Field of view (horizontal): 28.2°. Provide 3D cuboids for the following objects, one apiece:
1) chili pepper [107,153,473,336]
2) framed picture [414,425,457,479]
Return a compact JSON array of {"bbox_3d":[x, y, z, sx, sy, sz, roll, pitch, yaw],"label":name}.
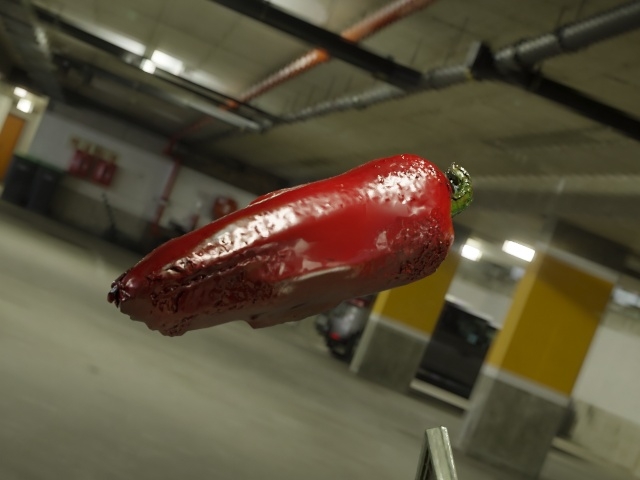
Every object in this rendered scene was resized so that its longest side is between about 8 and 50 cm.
[{"bbox_3d":[0.000,0.000,0.982,0.387,0.110,0.110,-16,24,-36],"label":"chili pepper"},{"bbox_3d":[0.086,0.221,0.846,0.015,0.150,0.203,-9,-25,-3],"label":"framed picture"}]
